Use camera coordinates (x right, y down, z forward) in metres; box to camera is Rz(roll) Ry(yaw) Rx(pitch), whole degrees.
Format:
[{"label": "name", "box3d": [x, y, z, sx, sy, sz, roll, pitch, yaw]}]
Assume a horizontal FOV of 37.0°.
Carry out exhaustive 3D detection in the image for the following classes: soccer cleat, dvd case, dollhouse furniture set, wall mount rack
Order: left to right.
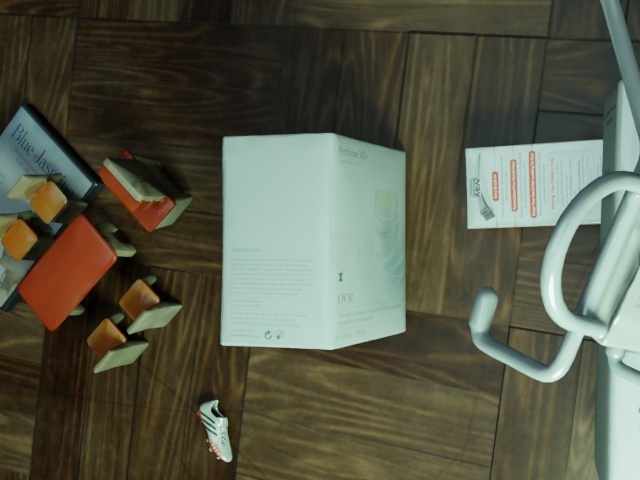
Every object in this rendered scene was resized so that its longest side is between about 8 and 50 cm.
[{"label": "dvd case", "box3d": [-0.441, -0.047, 1.390, 0.180, 0.022, 0.253, 45, 106, 18]}, {"label": "dollhouse furniture set", "box3d": [-0.300, 0.006, 1.250, 0.262, 0.135, 0.259, 46, 107, 11]}, {"label": "soccer cleat", "box3d": [-0.132, 0.248, 1.247, 0.036, 0.029, 0.083, -34, 72, 25]}, {"label": "wall mount rack", "box3d": [0.257, -0.033, 0.734, 0.130, 0.350, 0.304, 28, 100, 48]}]

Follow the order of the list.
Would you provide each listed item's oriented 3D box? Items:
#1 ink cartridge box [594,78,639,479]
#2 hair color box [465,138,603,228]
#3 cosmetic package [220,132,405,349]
[{"label": "ink cartridge box", "box3d": [0.415, 0.052, 0.903, 0.286, 0.166, 0.394, 1, 91, 13]}, {"label": "hair color box", "box3d": [0.249, -0.061, 1.063, 0.167, 0.053, 0.093, -1, 90, 22]}, {"label": "cosmetic package", "box3d": [0.000, 0.000, 1.081, 0.138, 0.224, 0.224, -1, 90, 25]}]
